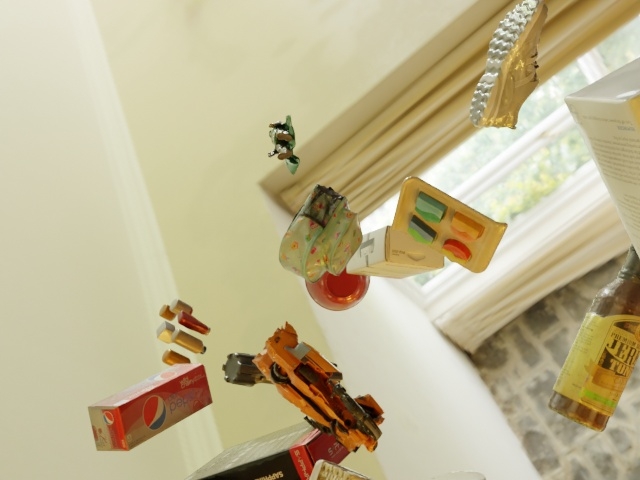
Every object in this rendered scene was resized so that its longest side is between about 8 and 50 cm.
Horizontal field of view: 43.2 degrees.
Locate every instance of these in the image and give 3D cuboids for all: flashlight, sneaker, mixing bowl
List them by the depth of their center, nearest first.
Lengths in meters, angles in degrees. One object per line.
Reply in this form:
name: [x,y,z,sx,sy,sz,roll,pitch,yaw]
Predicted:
sneaker: [0.410,-0.364,1.688,0.115,0.281,0.105,11,-154,-20]
flashlight: [-0.093,0.330,1.981,0.304,0.103,0.103,14,-151,-31]
mixing bowl: [0.053,0.103,2.147,0.181,0.181,0.098,50,176,-6]

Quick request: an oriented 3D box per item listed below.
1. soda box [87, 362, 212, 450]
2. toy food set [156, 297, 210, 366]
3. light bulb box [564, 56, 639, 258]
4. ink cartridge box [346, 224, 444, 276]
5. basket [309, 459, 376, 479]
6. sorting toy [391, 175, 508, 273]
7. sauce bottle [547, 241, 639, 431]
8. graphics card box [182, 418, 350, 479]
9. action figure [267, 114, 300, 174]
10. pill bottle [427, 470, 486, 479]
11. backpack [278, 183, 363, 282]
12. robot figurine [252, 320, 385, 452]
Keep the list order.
soda box: [-0.326,0.322,1.581,0.263,0.083,0.092,-20,-80,-59]
toy food set: [-0.366,0.250,2.181,0.104,0.111,0.232,33,-165,-29]
light bulb box: [0.583,-0.112,1.062,0.361,0.357,0.225,60,-176,-11]
ink cartridge box: [0.177,0.032,1.937,0.158,0.092,0.218,7,170,-22]
basket: [0.063,0.503,1.545,0.167,0.113,0.103,30,164,-32]
sorting toy: [0.238,-0.021,1.548,0.208,0.038,0.193,27,153,11]
sauce bottle: [0.515,0.161,1.421,0.111,0.345,0.111,23,-179,0]
graphics card box: [-0.111,0.486,1.758,0.232,0.370,0.094,-21,-93,-63]
action figure: [-0.096,-0.242,1.940,0.232,0.063,0.137,-125,35,-74]
pill bottle: [0.301,0.639,1.678,0.161,0.161,0.283,-8,-93,-75]
backpack: [0.000,0.000,1.753,0.144,0.188,0.166,35,162,22]
robot figurine: [0.005,0.291,1.552,0.291,0.085,0.211,41,152,4]
